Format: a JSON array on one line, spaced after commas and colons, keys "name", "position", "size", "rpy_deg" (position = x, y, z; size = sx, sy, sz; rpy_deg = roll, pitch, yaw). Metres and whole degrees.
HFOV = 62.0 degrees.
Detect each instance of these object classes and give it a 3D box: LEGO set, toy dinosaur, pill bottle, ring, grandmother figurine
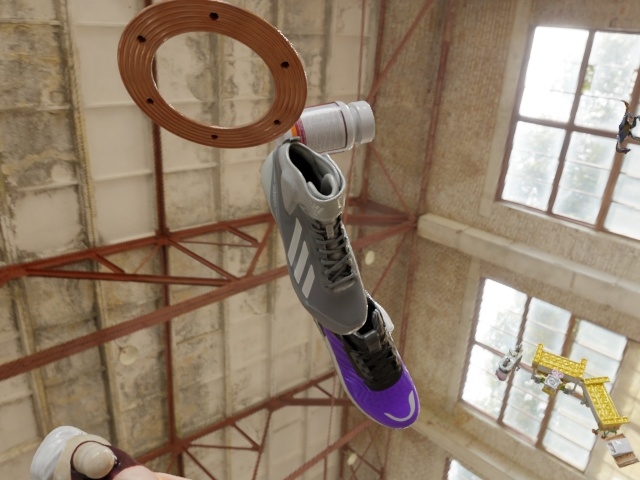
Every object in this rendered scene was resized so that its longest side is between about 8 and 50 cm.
[{"name": "LEGO set", "position": [0.484, 0.310, 1.026], "size": [0.132, 0.287, 0.107], "rpy_deg": [-33, -42, -21]}, {"name": "toy dinosaur", "position": [0.598, -0.212, 1.040], "size": [0.082, 0.047, 0.090], "rpy_deg": [90, -175, -58]}, {"name": "pill bottle", "position": [0.008, -0.261, 1.258], "size": [0.221, 0.121, 0.121], "rpy_deg": [-15, -58, -16]}, {"name": "ring", "position": [-0.189, -0.288, 0.956], "size": [0.336, 0.336, 0.032], "rpy_deg": [48, -143, -48]}, {"name": "grandmother figurine", "position": [-0.184, 0.268, 0.550], "size": [0.104, 0.342, 0.208], "rpy_deg": [-40, -56, -46]}]

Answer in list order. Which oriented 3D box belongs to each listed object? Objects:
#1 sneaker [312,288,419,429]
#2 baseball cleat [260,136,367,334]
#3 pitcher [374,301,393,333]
[{"name": "sneaker", "position": [0.071, 0.174, 0.848], "size": [0.102, 0.293, 0.146], "rpy_deg": [-30, -5, -15]}, {"name": "baseball cleat", "position": [0.000, 0.000, 0.524], "size": [0.072, 0.109, 0.206], "rpy_deg": [-28, -87, -23]}, {"name": "pitcher", "position": [0.068, 0.166, 1.253], "size": [0.125, 0.207, 0.178], "rpy_deg": [-48, -18, -20]}]
